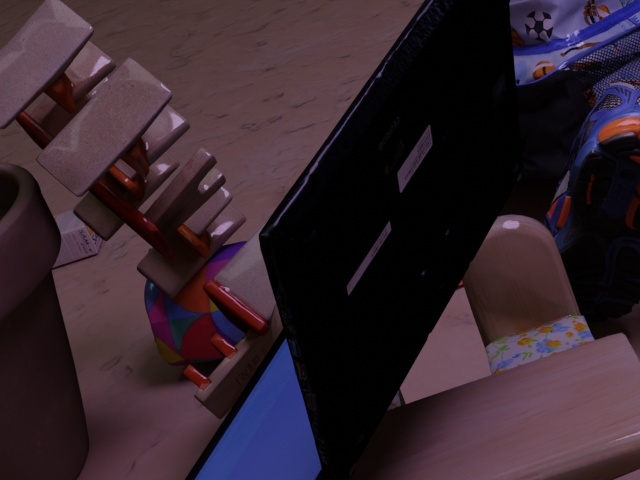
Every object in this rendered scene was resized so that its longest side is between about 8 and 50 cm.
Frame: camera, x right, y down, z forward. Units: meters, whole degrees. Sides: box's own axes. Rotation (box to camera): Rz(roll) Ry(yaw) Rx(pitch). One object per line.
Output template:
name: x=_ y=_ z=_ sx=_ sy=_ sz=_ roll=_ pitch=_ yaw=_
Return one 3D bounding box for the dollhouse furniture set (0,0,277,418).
dollhouse furniture set: x=-0.125 y=-0.010 z=1.009 sx=0.259 sy=0.262 sz=0.135 roll=40 pitch=82 yaw=16

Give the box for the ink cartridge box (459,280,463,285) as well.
ink cartridge box: x=0.119 y=-0.003 z=1.187 sx=0.063 sy=0.029 sz=0.115 roll=-23 pitch=24 yaw=-3

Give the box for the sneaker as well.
sneaker: x=0.196 y=-0.021 z=0.967 sx=0.083 sy=0.221 sz=0.087 roll=15 pitch=50 yaw=-2

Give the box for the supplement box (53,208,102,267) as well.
supplement box: x=-0.284 y=0.001 z=1.504 sx=0.098 sy=0.036 sz=0.062 roll=-17 pitch=24 yaw=10

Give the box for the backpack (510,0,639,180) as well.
backpack: x=0.236 y=-0.157 z=1.215 sx=0.263 sy=0.213 sz=0.276 roll=-21 pitch=19 yaw=-26

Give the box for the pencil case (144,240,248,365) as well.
pencil case: x=-0.031 y=0.037 z=1.149 sx=0.236 sy=0.104 sz=0.104 roll=-10 pitch=27 yaw=22

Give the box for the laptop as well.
laptop: x=0.000 y=0.000 z=0.715 sx=0.137 sy=0.264 sz=0.234 roll=13 pitch=50 yaw=25

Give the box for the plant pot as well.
plant pot: x=-0.293 y=0.100 z=1.073 sx=0.263 sy=0.229 sz=0.263 roll=-17 pitch=25 yaw=8

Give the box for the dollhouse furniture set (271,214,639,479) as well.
dollhouse furniture set: x=0.145 y=0.054 z=0.745 sx=0.394 sy=0.256 sz=0.362 roll=-19 pitch=20 yaw=5
